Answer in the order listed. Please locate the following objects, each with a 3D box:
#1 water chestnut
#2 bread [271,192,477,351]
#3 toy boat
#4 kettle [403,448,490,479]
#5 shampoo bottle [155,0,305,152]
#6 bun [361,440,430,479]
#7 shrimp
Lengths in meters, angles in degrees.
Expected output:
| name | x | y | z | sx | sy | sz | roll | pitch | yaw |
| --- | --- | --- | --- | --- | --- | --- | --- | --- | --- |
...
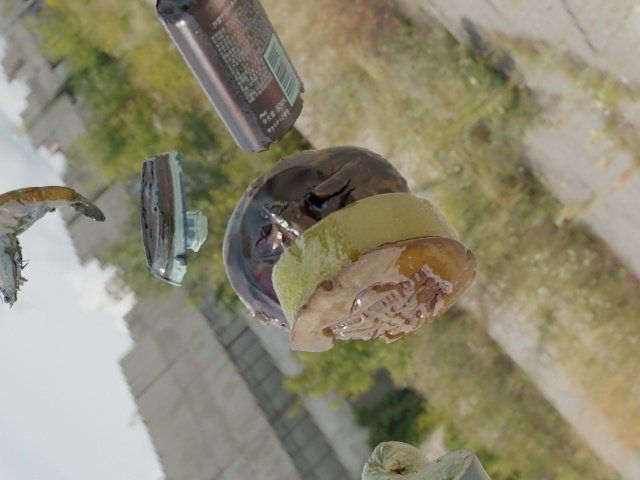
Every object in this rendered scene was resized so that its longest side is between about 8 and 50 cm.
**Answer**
| name | x | y | z | sx | sy | sz | roll | pitch | yaw |
| --- | --- | --- | --- | --- | --- | --- | --- | --- | --- |
| water chestnut | 0.000 | 0.000 | 1.708 | 0.300 | 0.300 | 0.300 | 46 | 179 | 1 |
| bread | 0.046 | 0.022 | 0.924 | 0.156 | 0.125 | 0.086 | -5 | -128 | -33 |
| toy boat | -0.150 | -0.023 | 1.252 | 0.066 | 0.140 | 0.059 | -2 | 179 | -36 |
| kettle | 0.167 | 0.410 | 1.448 | 0.243 | 0.210 | 0.160 | 56 | 150 | -2 |
| shampoo bottle | -0.115 | -0.244 | 1.414 | 0.084 | 0.129 | 0.323 | 19 | 158 | 31 |
| bun | 0.115 | 0.334 | 1.723 | 0.115 | 0.115 | 0.069 | 46 | 142 | 19 |
| shrimp | -0.437 | 0.011 | 1.917 | 0.262 | 0.198 | 0.051 | 98 | 155 | -44 |
